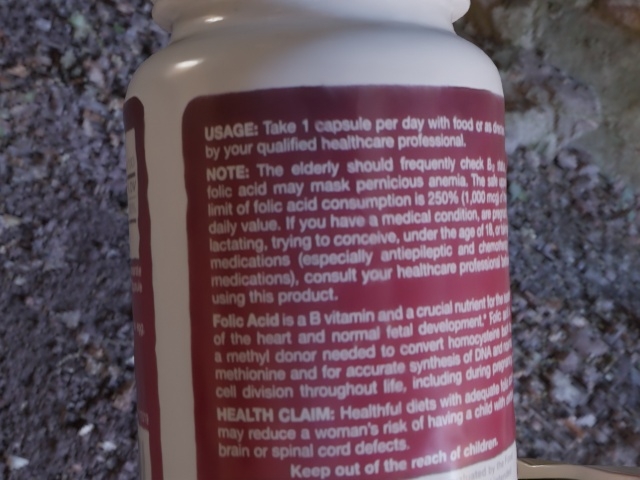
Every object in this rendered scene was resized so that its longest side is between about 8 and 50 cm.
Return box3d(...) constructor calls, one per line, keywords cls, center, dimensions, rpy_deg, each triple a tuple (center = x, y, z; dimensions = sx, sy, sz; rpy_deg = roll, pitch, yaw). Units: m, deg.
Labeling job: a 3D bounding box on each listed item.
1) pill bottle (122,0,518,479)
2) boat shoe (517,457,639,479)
box3d(cls="pill bottle", center=(0.000, 0.000, 0.582), dimensions=(0.223, 0.393, 0.224), rpy_deg=(-2, 1, 0))
box3d(cls="boat shoe", center=(0.215, 0.219, 0.737), dimensions=(0.116, 0.319, 0.099), rpy_deg=(11, 77, -34))
